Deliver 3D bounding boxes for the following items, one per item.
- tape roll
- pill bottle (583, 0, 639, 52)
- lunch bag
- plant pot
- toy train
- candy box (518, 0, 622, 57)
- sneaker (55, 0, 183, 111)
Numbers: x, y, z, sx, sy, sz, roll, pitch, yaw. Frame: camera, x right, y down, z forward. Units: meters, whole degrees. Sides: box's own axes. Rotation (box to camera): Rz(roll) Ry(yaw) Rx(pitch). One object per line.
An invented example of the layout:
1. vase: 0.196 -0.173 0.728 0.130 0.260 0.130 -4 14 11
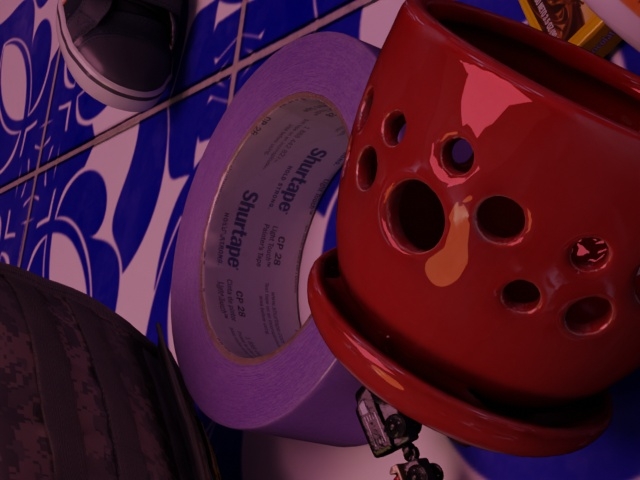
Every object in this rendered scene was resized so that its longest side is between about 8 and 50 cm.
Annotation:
1. tape roll: 0.000 0.000 0.774 0.275 0.090 0.274 -28 55 48
2. pill bottle: 0.216 -0.181 0.497 0.216 0.121 0.121 -50 39 33
3. lunch bag: -0.165 0.167 0.779 0.169 0.287 0.235 -40 48 20
4. plant pot: 0.092 -0.005 0.545 0.174 0.191 0.191 -64 34 20
5. toy train: 0.056 0.152 0.638 0.036 0.027 0.158 -33 67 28
6. candy box: 0.154 -0.203 0.689 0.105 0.027 0.206 -43 43 33
7. sneaker: -0.201 -0.283 1.167 0.127 0.126 0.321 -51 37 40
